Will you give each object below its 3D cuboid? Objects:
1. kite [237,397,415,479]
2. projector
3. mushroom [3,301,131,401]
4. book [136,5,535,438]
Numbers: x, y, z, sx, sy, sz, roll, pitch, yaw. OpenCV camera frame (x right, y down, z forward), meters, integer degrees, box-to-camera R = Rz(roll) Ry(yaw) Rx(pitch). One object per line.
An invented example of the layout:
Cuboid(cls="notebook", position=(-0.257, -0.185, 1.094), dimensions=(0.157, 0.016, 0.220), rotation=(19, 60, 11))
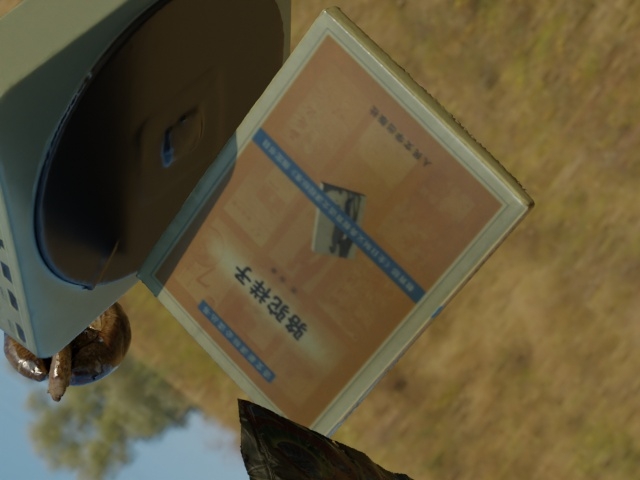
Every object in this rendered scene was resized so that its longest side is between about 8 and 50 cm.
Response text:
Cuboid(cls="kite", position=(0.078, 0.172, 0.866), dimensions=(0.285, 0.015, 0.152), rotation=(21, -157, -27))
Cuboid(cls="projector", position=(-0.124, -0.084, 0.994), dimensions=(0.079, 0.259, 0.257), rotation=(33, 148, 22))
Cuboid(cls="mushroom", position=(-0.270, 0.112, 1.640), dimensions=(0.135, 0.080, 0.170), rotation=(-2, -150, 1))
Cuboid(cls="book", position=(-0.001, 0.000, 0.944), dimensions=(0.170, 0.241, 0.018), rotation=(45, -146, 11))
